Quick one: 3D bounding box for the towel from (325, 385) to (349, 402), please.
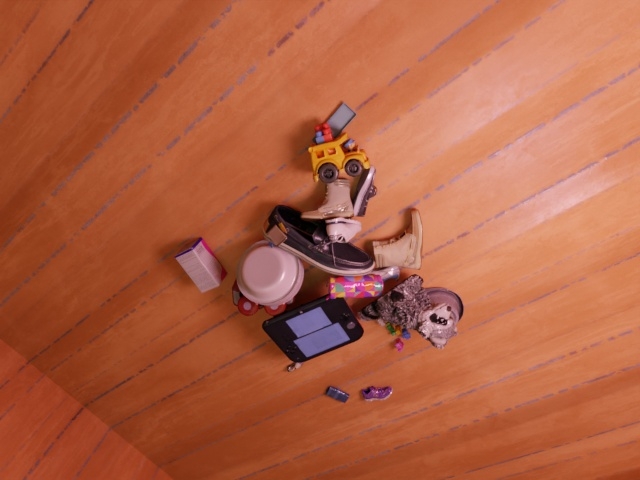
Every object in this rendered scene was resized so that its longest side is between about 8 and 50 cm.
[{"bbox_3d":[0.092,0.824,2.218,0.120,0.029,0.067,26,119,-3],"label":"towel"}]

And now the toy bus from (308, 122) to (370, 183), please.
[{"bbox_3d":[0.061,-0.338,1.548,0.221,0.149,0.211,-12,108,9],"label":"toy bus"}]

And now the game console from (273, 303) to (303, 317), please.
[{"bbox_3d":[-0.160,0.355,1.952,0.124,0.144,0.085,15,118,3],"label":"game console"}]

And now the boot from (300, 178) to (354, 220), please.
[{"bbox_3d":[0.021,-0.161,1.644,0.214,0.077,0.164,-5,85,-2],"label":"boot"}]

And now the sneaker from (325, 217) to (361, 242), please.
[{"bbox_3d":[0.095,-0.035,1.660,0.090,0.235,0.094,-13,82,34],"label":"sneaker"}]

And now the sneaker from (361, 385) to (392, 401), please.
[{"bbox_3d":[0.292,0.787,2.142,0.170,0.068,0.071,-21,106,20],"label":"sneaker"}]

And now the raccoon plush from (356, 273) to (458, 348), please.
[{"bbox_3d":[0.379,0.336,1.759,0.299,0.216,0.446,55,152,9],"label":"raccoon plush"}]

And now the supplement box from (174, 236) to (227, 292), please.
[{"bbox_3d":[-0.551,0.115,1.918,0.114,0.111,0.220,-24,110,21],"label":"supplement box"}]

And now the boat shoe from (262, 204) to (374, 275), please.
[{"bbox_3d":[0.000,0.000,1.718,0.501,0.186,0.155,25,125,3],"label":"boat shoe"}]

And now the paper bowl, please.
[{"bbox_3d":[-0.223,0.134,1.765,0.285,0.148,0.284,-3,75,10],"label":"paper bowl"}]

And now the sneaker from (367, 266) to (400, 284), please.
[{"bbox_3d":[0.229,0.163,1.809,0.238,0.085,0.086,-10,93,14],"label":"sneaker"}]

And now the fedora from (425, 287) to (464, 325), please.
[{"bbox_3d":[0.503,0.337,1.831,0.276,0.124,0.243,-26,109,22],"label":"fedora"}]

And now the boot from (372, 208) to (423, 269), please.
[{"bbox_3d":[0.316,-0.002,1.703,0.204,0.095,0.261,1,116,11],"label":"boot"}]

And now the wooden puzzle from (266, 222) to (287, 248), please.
[{"bbox_3d":[-0.176,-0.020,1.674,0.116,0.014,0.078,-33,94,34],"label":"wooden puzzle"}]

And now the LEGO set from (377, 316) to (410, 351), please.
[{"bbox_3d":[0.353,0.427,1.924,0.087,0.093,0.227,-30,108,23],"label":"LEGO set"}]

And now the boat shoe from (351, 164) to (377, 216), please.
[{"bbox_3d":[0.185,-0.190,1.645,0.076,0.080,0.228,11,117,-14],"label":"boat shoe"}]

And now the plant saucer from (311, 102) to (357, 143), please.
[{"bbox_3d":[0.052,-0.431,1.573,0.067,0.018,0.192,40,116,-11],"label":"plant saucer"}]

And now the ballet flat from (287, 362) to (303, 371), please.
[{"bbox_3d":[-0.131,0.663,2.169,0.114,0.041,0.041,-35,106,24],"label":"ballet flat"}]

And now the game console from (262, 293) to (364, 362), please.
[{"bbox_3d":[-0.022,0.405,1.879,0.387,0.060,0.342,-24,132,8],"label":"game console"}]

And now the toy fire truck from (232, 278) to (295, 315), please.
[{"bbox_3d":[-0.258,0.206,1.902,0.303,0.169,0.253,-2,93,11],"label":"toy fire truck"}]

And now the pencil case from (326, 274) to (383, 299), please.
[{"bbox_3d":[0.140,0.193,1.718,0.237,0.104,0.104,-2,118,-4],"label":"pencil case"}]
